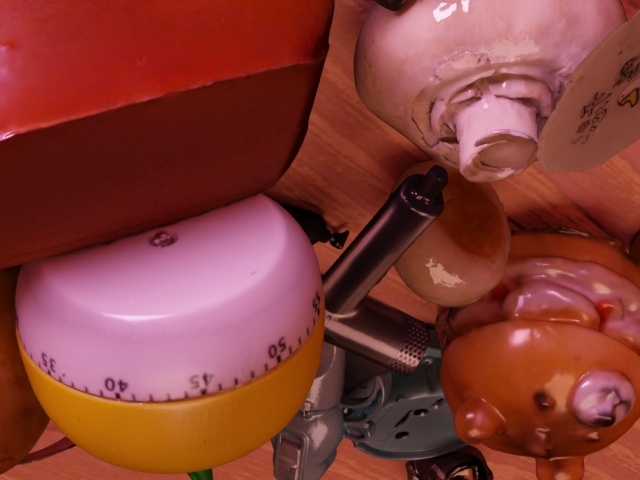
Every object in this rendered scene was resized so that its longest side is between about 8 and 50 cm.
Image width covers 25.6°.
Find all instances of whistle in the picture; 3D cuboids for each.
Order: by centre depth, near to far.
[{"bbox_3d":[-0.014,0.192,1.679,0.186,0.093,0.274,20,124,19],"label":"whistle"}]

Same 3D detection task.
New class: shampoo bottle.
[{"bbox_3d":[-0.030,-0.018,1.525,0.137,0.027,0.048,21,135,-36],"label":"shampoo bottle"}]

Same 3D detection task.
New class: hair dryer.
[{"bbox_3d":[-0.012,-0.017,1.377,0.320,0.155,0.284,18,125,-7],"label":"hair dryer"}]

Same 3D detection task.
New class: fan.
[{"bbox_3d":[0.344,-0.190,1.232,0.415,0.012,0.233,-34,156,-14],"label":"fan"}]

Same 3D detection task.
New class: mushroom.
[{"bbox_3d":[0.151,-0.146,1.247,0.246,0.202,0.246,2,146,2],"label":"mushroom"}]

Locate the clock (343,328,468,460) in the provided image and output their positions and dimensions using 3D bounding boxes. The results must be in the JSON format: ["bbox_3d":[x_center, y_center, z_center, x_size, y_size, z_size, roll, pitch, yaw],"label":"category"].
[{"bbox_3d":[0.122,0.205,1.814,0.274,0.094,0.223,9,142,-23],"label":"clock"}]

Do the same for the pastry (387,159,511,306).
[{"bbox_3d":[0.129,-0.008,1.475,0.156,0.156,0.092,20,141,-35],"label":"pastry"}]

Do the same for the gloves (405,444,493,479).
[{"bbox_3d":[0.187,0.336,1.963,0.142,0.119,0.285,19,165,-3],"label":"gloves"}]

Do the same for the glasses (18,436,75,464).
[{"bbox_3d":[-0.389,0.226,1.707,0.268,0.118,0.234,7,140,-22],"label":"glasses"}]

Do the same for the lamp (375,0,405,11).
[{"bbox_3d":[0.111,-0.289,1.110,0.253,0.118,0.118,-38,136,27],"label":"lamp"}]

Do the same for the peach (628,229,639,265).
[{"bbox_3d":[0.397,0.001,1.636,0.050,0.077,0.083,6,98,-14],"label":"peach"}]

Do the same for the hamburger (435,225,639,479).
[{"bbox_3d":[0.254,0.141,1.607,0.276,0.236,0.276,7,147,5],"label":"hamburger"}]

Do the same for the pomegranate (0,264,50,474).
[{"bbox_3d":[-0.417,0.082,1.323,0.410,0.410,0.410,-6,144,-4],"label":"pomegranate"}]

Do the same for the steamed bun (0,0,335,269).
[{"bbox_3d":[-0.188,-0.147,1.119,0.379,0.248,0.235,-18,154,-24],"label":"steamed bun"}]

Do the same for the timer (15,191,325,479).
[{"bbox_3d":[-0.124,0.105,1.222,0.285,0.285,0.285,-6,144,-4],"label":"timer"}]
